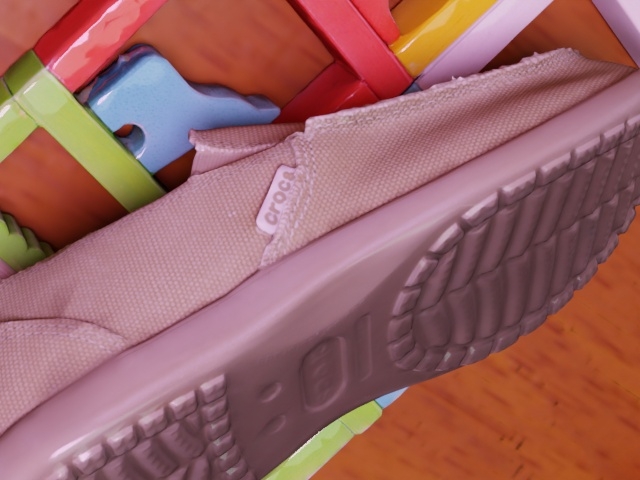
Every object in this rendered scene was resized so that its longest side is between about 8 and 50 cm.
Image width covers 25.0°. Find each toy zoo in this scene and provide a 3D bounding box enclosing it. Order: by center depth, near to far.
[{"bbox_3d":[0.020,-0.052,0.511,0.293,0.030,0.192,-44,120,0],"label":"toy zoo"}]

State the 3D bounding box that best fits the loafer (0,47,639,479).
[{"bbox_3d":[0.000,0.000,0.454,0.268,0.092,0.102,-28,147,-25],"label":"loafer"}]
